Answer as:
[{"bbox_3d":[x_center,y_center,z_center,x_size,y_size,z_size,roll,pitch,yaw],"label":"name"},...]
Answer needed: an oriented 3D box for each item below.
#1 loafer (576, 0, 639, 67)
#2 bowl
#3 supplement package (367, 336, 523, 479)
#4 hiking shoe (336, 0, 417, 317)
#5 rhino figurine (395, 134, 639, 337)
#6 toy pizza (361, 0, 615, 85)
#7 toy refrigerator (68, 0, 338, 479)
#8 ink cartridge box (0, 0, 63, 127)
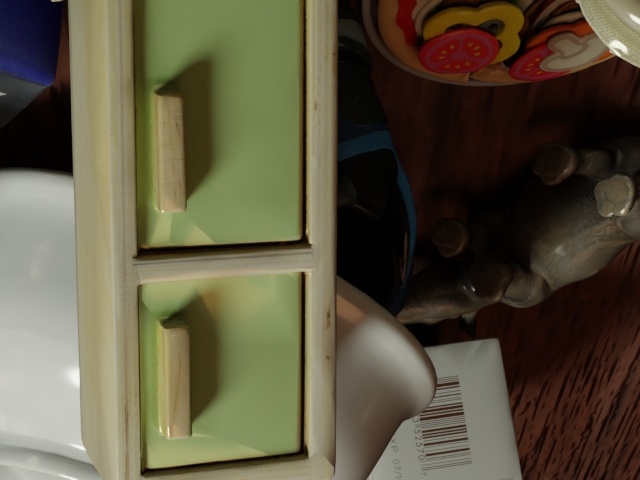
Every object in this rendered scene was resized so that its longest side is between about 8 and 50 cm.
[{"bbox_3d":[0.198,-0.117,0.791,0.268,0.102,0.092,-23,157,-46],"label":"loafer"},{"bbox_3d":[-0.096,0.089,0.944,0.297,0.134,0.298,18,158,8],"label":"bowl"},{"bbox_3d":[0.061,0.133,1.208,0.105,0.105,0.179,-8,171,-11],"label":"supplement package"},{"bbox_3d":[0.000,0.000,0.966,0.113,0.132,0.304,-16,152,3],"label":"hiking shoe"},{"bbox_3d":[0.125,0.007,1.095,0.243,0.073,0.106,-35,162,37],"label":"rhino figurine"},{"bbox_3d":[0.121,-0.133,0.887,0.201,0.032,0.201,-11,151,-6],"label":"toy pizza"},{"bbox_3d":[-0.051,-0.028,0.757,0.102,0.270,0.094,-3,-167,-18],"label":"toy refrigerator"},{"bbox_3d":[-0.249,-0.068,0.805,0.165,0.065,0.332,16,139,-42],"label":"ink cartridge box"}]
